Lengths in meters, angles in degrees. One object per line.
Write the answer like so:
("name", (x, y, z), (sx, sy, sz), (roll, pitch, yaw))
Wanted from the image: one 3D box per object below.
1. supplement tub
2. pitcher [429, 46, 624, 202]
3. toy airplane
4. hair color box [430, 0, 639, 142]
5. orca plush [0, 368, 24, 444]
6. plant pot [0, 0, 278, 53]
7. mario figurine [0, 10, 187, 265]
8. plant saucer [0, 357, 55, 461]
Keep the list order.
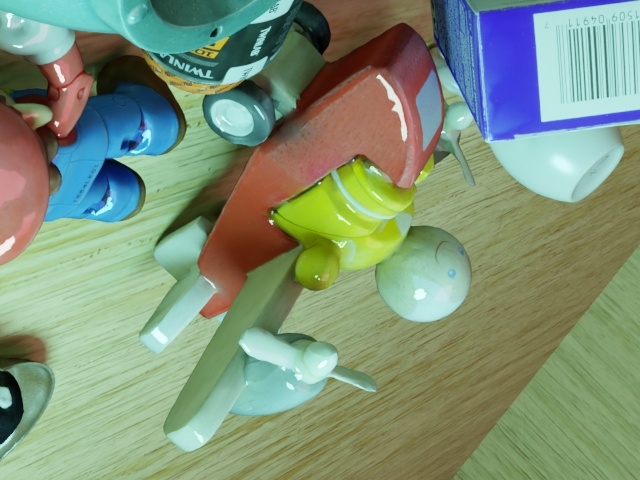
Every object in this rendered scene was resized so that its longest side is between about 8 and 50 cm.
("supplement tub", (-0.067, -0.184, 1.037), (0.117, 0.117, 0.190), (-35, 170, -25))
("pitcher", (0.213, -0.137, 1.609), (0.178, 0.207, 0.125), (-11, 142, -56))
("toy airplane", (0.000, 0.000, 1.344), (0.386, 0.272, 0.384), (-60, 180, 3))
("hair color box", (0.195, -0.183, 1.213), (0.339, 0.185, 0.110), (-96, 179, -68))
("orca plush", (-0.348, 0.170, 1.197), (0.287, 0.102, 0.151), (5, 115, -50))
("plant pot", (-0.097, -0.224, 0.794), (0.293, 0.196, 0.293), (-39, 160, -17))
("mario figurine", (-0.220, -0.079, 1.025), (0.320, 0.170, 0.198), (-15, 105, -72))
("plant saucer", (-0.335, 0.172, 1.385), (0.199, 0.036, 0.198), (-38, 161, -16))
